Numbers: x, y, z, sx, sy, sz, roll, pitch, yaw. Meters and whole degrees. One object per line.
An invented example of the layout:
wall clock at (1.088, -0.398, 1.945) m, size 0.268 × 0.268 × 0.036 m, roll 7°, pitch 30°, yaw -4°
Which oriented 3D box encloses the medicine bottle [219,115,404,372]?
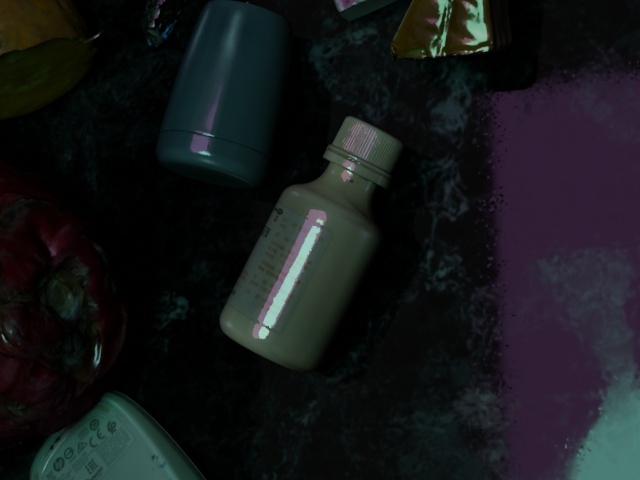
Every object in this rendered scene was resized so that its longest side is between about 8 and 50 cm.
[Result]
medicine bottle at (0.000, 0.000, 1.724) m, size 0.114 × 0.114 × 0.252 m, roll 28°, pitch 93°, yaw 26°

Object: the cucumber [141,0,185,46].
cucumber at (-0.137, -0.332, 1.890) m, size 0.044 × 0.043 × 0.257 m, roll 26°, pitch 92°, yaw 31°

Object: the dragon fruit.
dragon fruit at (-0.350, 0.068, 1.762) m, size 0.329 × 0.329 × 0.329 m, roll -5°, pitch 78°, yaw 23°

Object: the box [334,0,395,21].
box at (0.087, -0.314, 1.789) m, size 0.177 × 0.036 × 0.115 m, roll -22°, pitch 73°, yaw 19°

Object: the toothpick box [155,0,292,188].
toothpick box at (-0.094, -0.154, 1.796) m, size 0.120 × 0.120 × 0.184 m, roll 10°, pitch 80°, yaw 25°

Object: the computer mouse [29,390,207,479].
computer mouse at (-0.181, 0.284, 1.763) m, size 0.159 × 0.097 × 0.288 m, roll -50°, pitch 51°, yaw 7°

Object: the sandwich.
sandwich at (0.120, -0.263, 1.713) m, size 0.113 × 0.079 × 0.163 m, roll -3°, pitch 100°, yaw 23°

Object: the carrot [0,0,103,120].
carrot at (-0.393, -0.301, 1.906) m, size 0.224 × 0.224 × 0.341 m, roll -34°, pitch 73°, yaw 15°
